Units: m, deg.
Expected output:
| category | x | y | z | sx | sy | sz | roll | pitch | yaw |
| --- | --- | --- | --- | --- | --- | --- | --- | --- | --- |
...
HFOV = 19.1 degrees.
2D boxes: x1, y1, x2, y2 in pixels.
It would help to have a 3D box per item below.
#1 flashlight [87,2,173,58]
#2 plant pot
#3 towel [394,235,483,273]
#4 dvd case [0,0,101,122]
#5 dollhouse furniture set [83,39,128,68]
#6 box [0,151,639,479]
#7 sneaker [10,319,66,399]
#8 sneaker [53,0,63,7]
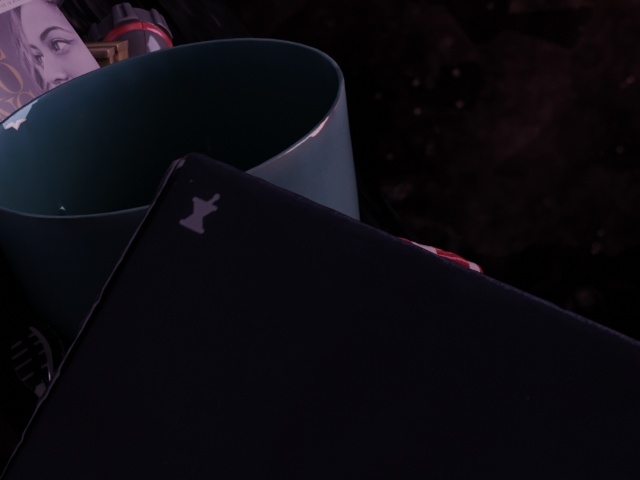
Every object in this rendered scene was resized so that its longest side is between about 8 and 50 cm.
| category | x | y | z | sx | sy | sz | roll | pitch | yaw |
| --- | --- | --- | --- | --- | --- | --- | --- | --- | --- |
| flashlight | -0.189 | -0.154 | 2.132 | 0.103 | 0.103 | 0.304 | 47 | 11 | -36 |
| plant pot | -0.101 | 0.009 | 1.491 | 0.293 | 0.293 | 0.235 | -108 | -177 | -62 |
| towel | 0.000 | 0.000 | 2.042 | 0.329 | 0.237 | 0.037 | 17 | 78 | -56 |
| dvd case | -0.256 | -0.132 | 1.760 | 0.221 | 0.018 | 0.164 | 53 | 41 | 2 |
| dollhouse furniture set | -0.260 | -0.116 | 1.893 | 0.144 | 0.123 | 0.151 | -63 | 151 | -79 |
| box | 0.129 | 0.220 | 1.232 | 0.480 | 0.297 | 0.472 | 24 | -10 | 34 |
| sneaker | -0.195 | 0.109 | 1.405 | 0.109 | 0.040 | 0.044 | 62 | -4 | 22 |
| sneaker | -0.367 | -0.312 | 1.931 | 0.129 | 0.111 | 0.297 | 40 | 0 | 24 |
